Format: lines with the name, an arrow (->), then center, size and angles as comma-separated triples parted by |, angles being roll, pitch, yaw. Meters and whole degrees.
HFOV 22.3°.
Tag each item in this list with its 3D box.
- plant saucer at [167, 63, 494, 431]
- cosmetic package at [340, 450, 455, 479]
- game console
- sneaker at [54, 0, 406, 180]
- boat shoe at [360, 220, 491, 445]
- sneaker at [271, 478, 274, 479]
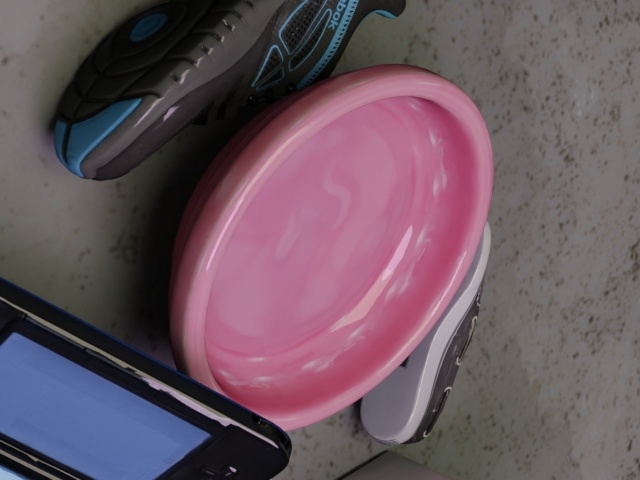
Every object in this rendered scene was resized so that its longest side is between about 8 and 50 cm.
plant saucer -> 0.000, 0.000, 1.332 | 0.332, 0.084, 0.332 | -28, 136, -31
cosmetic package -> 0.113, 0.336, 1.357 | 0.217, 0.385, 0.156 | -28, 118, -31
game console -> -0.211, 0.192, 1.170 | 0.293, 0.250, 0.173 | 30, 47, -20
sneaker -> -0.057, -0.146, 1.280 | 0.341, 0.125, 0.139 | -43, 127, -18
boat shoe -> 0.109, 0.082, 1.490 | 0.076, 0.080, 0.228 | 23, 84, -55
sneaker -> -0.148, 0.201, 1.330 | 0.234, 0.078, 0.106 | -22, 107, -31
